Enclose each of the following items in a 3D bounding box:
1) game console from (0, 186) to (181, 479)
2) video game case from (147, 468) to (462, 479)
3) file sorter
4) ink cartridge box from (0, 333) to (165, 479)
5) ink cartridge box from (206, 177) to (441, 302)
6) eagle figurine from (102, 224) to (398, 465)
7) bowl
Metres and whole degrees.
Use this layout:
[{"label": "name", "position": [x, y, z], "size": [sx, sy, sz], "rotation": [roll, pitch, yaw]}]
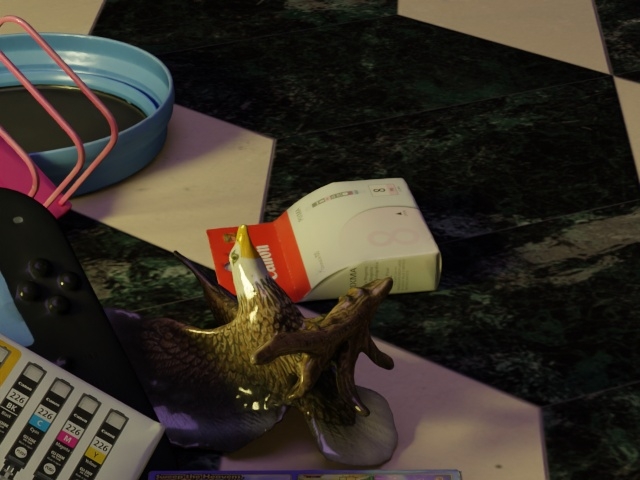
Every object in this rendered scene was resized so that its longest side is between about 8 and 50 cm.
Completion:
[{"label": "game console", "position": [-0.349, 0.121, 1.460], "size": [0.386, 0.060, 0.342], "rotation": [-15, 59, -33]}, {"label": "video game case", "position": [-0.013, 0.277, 1.368], "size": [0.269, 0.061, 0.244], "rotation": [0, 30, 0]}, {"label": "file sorter", "position": [-0.383, -0.082, 1.807], "size": [0.202, 0.182, 0.290], "rotation": [47, 43, 0]}, {"label": "ink cartridge box", "position": [-0.298, 0.147, 1.351], "size": [0.309, 0.130, 0.272], "rotation": [30, 47, -3]}, {"label": "ink cartridge box", "position": [0.000, 0.000, 1.892], "size": [0.232, 0.066, 0.189], "rotation": [-1, 28, -10]}, {"label": "eagle figurine", "position": [-0.069, 0.096, 1.625], "size": [0.226, 0.225, 0.298], "rotation": [28, -28, -37]}, {"label": "bowl", "position": [-0.377, -0.156, 2.161], "size": [0.391, 0.077, 0.391], "rotation": [0, 28, 0]}]
